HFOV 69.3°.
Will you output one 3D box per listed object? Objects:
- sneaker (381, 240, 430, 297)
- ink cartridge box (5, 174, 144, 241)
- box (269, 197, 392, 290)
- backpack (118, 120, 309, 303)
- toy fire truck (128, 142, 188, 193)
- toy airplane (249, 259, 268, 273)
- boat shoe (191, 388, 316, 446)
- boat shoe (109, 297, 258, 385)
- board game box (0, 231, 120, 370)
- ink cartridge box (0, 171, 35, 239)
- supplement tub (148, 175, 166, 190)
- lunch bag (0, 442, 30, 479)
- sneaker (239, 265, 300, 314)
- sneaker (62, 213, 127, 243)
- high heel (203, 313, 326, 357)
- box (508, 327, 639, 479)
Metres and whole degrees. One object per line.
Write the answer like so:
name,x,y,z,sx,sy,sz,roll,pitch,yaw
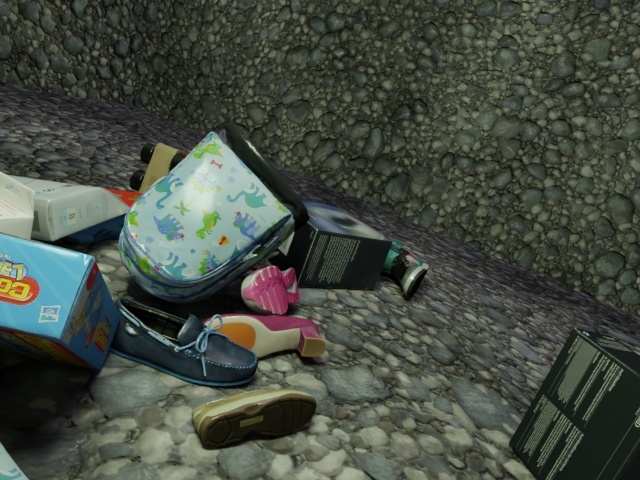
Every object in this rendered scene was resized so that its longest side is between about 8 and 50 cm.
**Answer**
sneaker,0.253,0.083,1.508,0.178,0.124,0.295,29,10,14
ink cartridge box,-0.598,-0.112,1.049,0.307,0.091,0.385,8,20,11
box,0.000,0.000,1.393,0.293,0.183,0.296,8,20,-39
backpack,-0.230,-0.037,0.934,0.290,0.355,0.273,50,-6,-5
toy fire truck,-0.424,-0.147,1.351,0.158,0.217,0.246,21,1,2
toy airplane,-0.151,0.087,1.200,0.151,0.028,0.151,20,16,-6
boat shoe,-0.096,0.247,0.688,0.189,0.068,0.072,7,9,-36
boat shoe,-0.223,0.165,0.751,0.258,0.089,0.109,16,17,-12
board game box,-0.415,0.064,0.544,0.301,0.086,0.308,16,-25,-11
ink cartridge box,-0.534,-0.005,0.742,0.115,0.198,0.067,25,17,18
supplement tub,-0.281,-0.078,1.224,0.228,0.229,0.316,25,17,18
lunch bag,-0.323,0.239,0.371,0.128,0.097,0.151,24,15,30
sneaker,-0.125,0.114,0.994,0.111,0.103,0.252,-12,-8,10
sneaker,-0.518,-0.043,1.099,0.069,0.082,0.209,30,20,25
high heel,-0.112,0.170,0.897,0.243,0.082,0.117,8,9,-22
box,0.459,0.310,0.770,0.103,0.262,0.184,15,17,-18
